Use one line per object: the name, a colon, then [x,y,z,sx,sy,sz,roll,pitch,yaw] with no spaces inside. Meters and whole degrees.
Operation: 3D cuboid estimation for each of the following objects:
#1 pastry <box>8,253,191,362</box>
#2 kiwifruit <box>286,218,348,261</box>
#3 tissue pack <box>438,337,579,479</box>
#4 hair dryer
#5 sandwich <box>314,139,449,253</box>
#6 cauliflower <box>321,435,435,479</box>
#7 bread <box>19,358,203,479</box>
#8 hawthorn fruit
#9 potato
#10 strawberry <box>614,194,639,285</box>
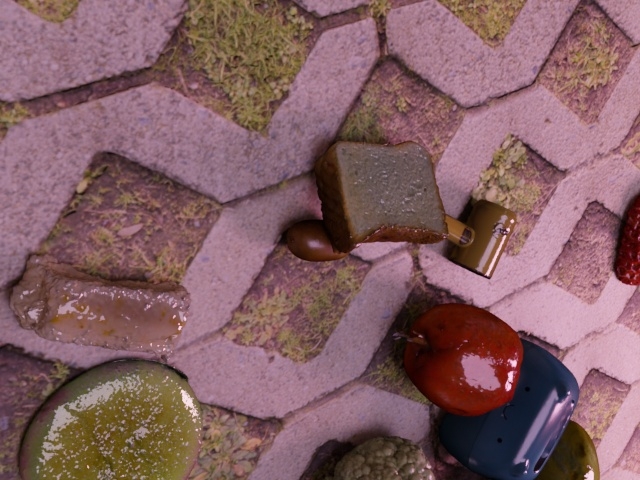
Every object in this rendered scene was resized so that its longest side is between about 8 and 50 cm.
pastry: [-0.303,0.095,1.130,0.258,0.089,0.122,20,81,-41]
kiwifruit: [0.000,0.000,1.311,0.124,0.075,0.075,1,105,-40]
tissue pack: [0.398,0.354,1.624,0.198,0.206,0.288,34,86,-46]
hair dryer: [0.239,-0.037,1.468,0.278,0.090,0.135,25,91,-32]
sandwich: [0.102,-0.073,1.315,0.214,0.065,0.186,-2,76,-33]
cauliflower: [0.115,0.530,1.497,0.275,0.272,0.250,-32,154,-6]
bread: [-0.307,0.324,1.229,0.301,0.045,0.302,-13,113,-33]
hawthorn fruit: [0.243,0.211,1.482,0.299,0.211,0.211,24,91,-28]
potato: [0.511,0.548,1.775,0.215,0.215,0.305,28,71,-38]
strawberry: [0.781,0.004,1.837,0.190,0.111,0.237,16,97,-40]
